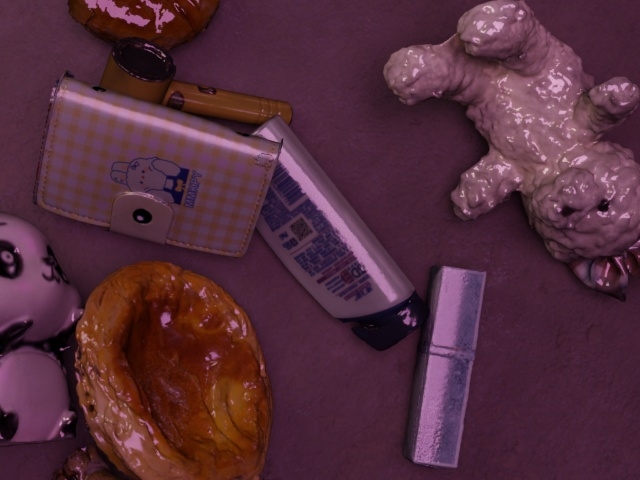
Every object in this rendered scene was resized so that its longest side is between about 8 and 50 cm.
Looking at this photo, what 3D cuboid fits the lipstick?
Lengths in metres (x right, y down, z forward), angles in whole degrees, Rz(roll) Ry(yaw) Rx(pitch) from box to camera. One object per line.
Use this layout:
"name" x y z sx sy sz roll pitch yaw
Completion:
"lipstick" 0.177 0.182 1.923 0.077 0.076 0.290 10 86 -11

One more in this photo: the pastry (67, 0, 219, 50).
"pastry" -0.252 -0.368 1.880 0.229 0.100 0.218 -34 92 -9

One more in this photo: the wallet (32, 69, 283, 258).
"wallet" -0.227 -0.092 1.823 0.309 0.077 0.223 18 124 -4

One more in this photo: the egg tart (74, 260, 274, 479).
"egg tart" -0.206 0.200 1.799 0.150 0.352 0.352 -30 92 34

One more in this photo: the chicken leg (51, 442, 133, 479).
"chicken leg" -0.295 0.331 1.802 0.125 0.196 0.080 42 56 -9

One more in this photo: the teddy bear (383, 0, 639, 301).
"teddy bear" 0.312 -0.102 1.845 0.327 0.375 0.362 -27 69 32

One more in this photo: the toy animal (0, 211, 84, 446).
"toy animal" -0.444 0.117 1.766 0.251 0.251 0.310 -1 80 -8

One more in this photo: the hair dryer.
"hair dryer" -0.177 -0.188 1.883 0.278 0.135 0.090 8 43 -23

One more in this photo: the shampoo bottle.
"shampoo bottle" 0.000 0.000 1.894 0.134 0.078 0.359 -35 97 26
